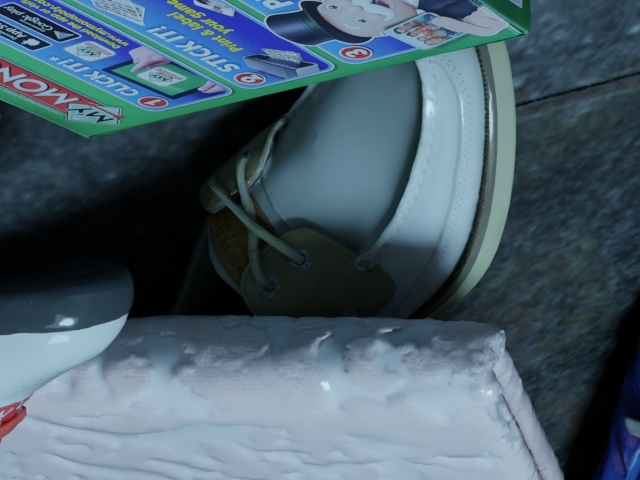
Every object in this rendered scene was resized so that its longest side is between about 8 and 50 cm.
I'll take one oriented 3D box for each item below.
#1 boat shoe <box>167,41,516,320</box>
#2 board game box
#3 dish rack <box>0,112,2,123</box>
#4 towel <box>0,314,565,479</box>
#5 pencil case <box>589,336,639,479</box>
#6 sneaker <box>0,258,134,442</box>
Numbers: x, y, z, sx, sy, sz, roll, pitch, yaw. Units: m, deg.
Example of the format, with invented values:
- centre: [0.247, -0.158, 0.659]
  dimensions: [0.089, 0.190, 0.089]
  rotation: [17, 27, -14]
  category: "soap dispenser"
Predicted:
- centre: [0.000, 0.000, 0.793]
  dimensions: [0.103, 0.113, 0.302]
  rotation: [-10, 146, -24]
  category: "boat shoe"
- centre: [-0.103, -0.116, 0.541]
  dimensions: [0.213, 0.046, 0.317]
  rotation: [-8, 161, 34]
  category: "board game box"
- centre: [-0.255, -0.029, 0.584]
  dimensions: [0.271, 0.074, 0.208]
  rotation: [-6, 163, -4]
  category: "dish rack"
- centre: [-0.041, 0.118, 0.862]
  dimensions: [0.332, 0.053, 0.317]
  rotation: [-3, 152, 18]
  category: "towel"
- centre: [0.235, 0.158, 1.141]
  dimensions: [0.133, 0.119, 0.306]
  rotation: [-26, 149, -29]
  category: "pencil case"
- centre: [-0.178, 0.097, 0.710]
  dimensions: [0.270, 0.145, 0.090]
  rotation: [-12, -179, 27]
  category: "sneaker"
